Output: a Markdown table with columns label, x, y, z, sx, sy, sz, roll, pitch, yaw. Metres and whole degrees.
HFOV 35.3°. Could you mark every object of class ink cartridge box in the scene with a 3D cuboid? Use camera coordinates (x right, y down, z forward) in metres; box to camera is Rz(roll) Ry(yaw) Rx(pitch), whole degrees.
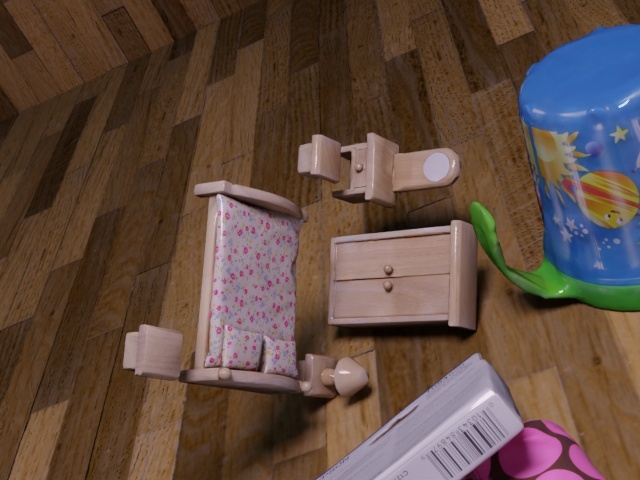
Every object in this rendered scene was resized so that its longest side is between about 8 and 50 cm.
| label | x | y | z | sx | sy | sz | roll | pitch | yaw |
| --- | --- | --- | --- | --- | --- | --- | --- | --- | --- |
| ink cartridge box | 0.075 | 0.195 | 0.889 | 0.223 | 0.045 | 0.224 | -40 | -2 | 7 |

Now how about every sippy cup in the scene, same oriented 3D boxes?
| label | x | y | z | sx | sy | sz | roll | pitch | yaw |
| --- | --- | --- | --- | --- | --- | --- | --- | --- | --- |
| sippy cup | 0.310 | -0.086 | 1.019 | 0.240 | 0.224 | 0.305 | 4 | 44 | 44 |

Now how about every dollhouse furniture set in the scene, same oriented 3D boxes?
| label | x | y | z | sx | sy | sz | roll | pitch | yaw |
| --- | --- | --- | --- | --- | --- | --- | --- | --- | --- |
| dollhouse furniture set | 0.000 | 0.000 | 1.011 | 0.173 | 0.355 | 0.304 | -6 | 76 | 36 |

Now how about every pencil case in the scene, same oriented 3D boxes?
| label | x | y | z | sx | sy | sz | roll | pitch | yaw |
| --- | --- | --- | --- | --- | --- | --- | --- | --- | --- |
| pencil case | 0.190 | 0.232 | 0.775 | 0.098 | 0.095 | 0.209 | 2 | 23 | -17 |
